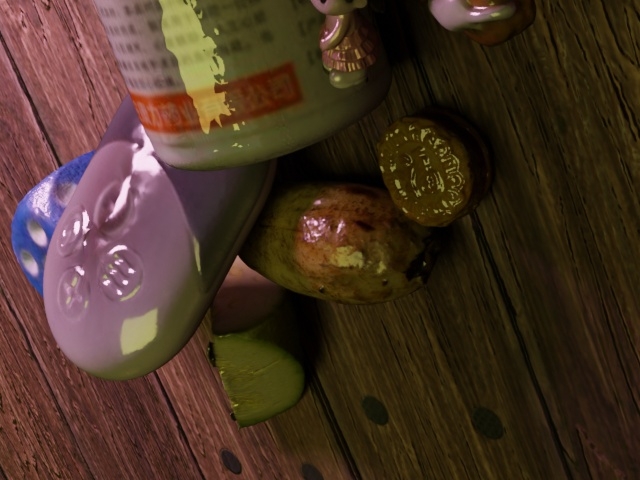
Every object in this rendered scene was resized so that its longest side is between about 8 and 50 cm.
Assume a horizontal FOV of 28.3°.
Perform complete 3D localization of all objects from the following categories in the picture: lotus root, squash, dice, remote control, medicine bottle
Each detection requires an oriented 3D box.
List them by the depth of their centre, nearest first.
[{"bbox_3d":[-0.090,-0.258,0.972,0.211,0.211,0.371,5,122,46],"label":"medicine bottle"},{"bbox_3d":[0.000,0.000,1.164,0.258,0.097,0.110,6,91,46],"label":"lotus root"},{"bbox_3d":[-0.154,-0.025,1.200,0.221,0.103,0.332,35,98,40],"label":"remote control"},{"bbox_3d":[-0.062,0.148,1.339,0.169,0.093,0.252,-98,2,-58],"label":"squash"},{"bbox_3d":[-0.239,-0.004,1.386,0.146,0.146,0.143,46,144,12],"label":"dice"}]

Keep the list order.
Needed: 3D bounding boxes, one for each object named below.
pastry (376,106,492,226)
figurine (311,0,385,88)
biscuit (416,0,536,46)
[{"bbox_3d":[0.095,-0.061,1.053,0.109,0.057,0.097,-29,90,51],"label":"pastry"},{"bbox_3d":[0.018,-0.169,0.880,0.129,0.054,0.072,80,173,-49],"label":"figurine"},{"bbox_3d":[0.011,-0.337,0.811,0.283,0.064,0.432,-122,9,-64],"label":"biscuit"}]
